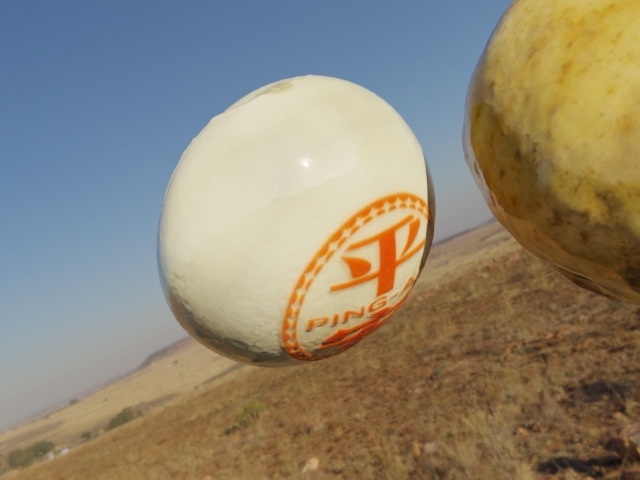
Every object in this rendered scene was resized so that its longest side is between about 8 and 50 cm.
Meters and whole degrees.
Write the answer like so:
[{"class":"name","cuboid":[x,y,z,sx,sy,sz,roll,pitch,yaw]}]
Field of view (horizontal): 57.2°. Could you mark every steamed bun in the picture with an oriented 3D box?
[{"class":"steamed bun","cuboid":[0.000,0.000,0.444,0.232,0.145,0.231,-36,-35,-31]}]

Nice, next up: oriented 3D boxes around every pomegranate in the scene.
[{"class":"pomegranate","cuboid":[0.224,-0.075,0.383,0.260,0.260,0.260,-23,-4,-2]}]
